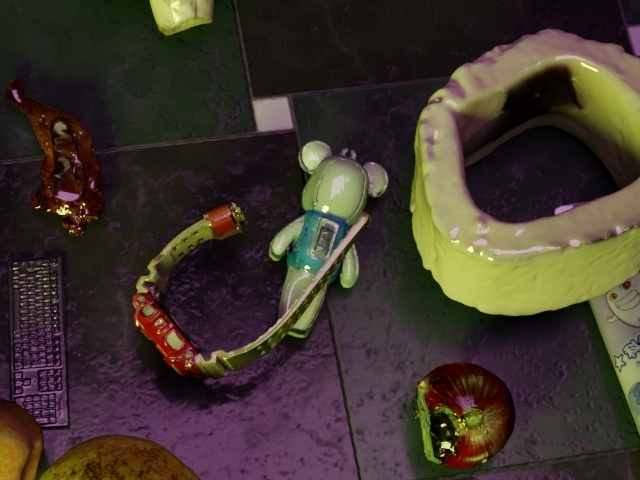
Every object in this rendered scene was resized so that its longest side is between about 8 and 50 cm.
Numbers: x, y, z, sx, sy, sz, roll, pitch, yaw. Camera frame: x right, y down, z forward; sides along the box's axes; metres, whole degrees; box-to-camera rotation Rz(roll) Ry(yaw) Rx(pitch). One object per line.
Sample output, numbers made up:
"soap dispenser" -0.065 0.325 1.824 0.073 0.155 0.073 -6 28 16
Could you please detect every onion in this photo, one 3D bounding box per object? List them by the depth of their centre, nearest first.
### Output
"onion" 0.160 0.192 1.611 0.119 0.118 0.117 -13 103 -12

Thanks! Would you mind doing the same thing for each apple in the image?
"apple" -0.350 0.228 1.522 0.102 0.126 0.126 23 67 11

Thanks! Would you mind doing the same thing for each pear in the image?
"pear" -0.206 0.291 1.483 0.197 0.197 0.197 2 67 -6

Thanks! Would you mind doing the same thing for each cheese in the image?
"cheese" 0.251 -0.077 1.689 0.332 0.153 0.292 -25 63 -18

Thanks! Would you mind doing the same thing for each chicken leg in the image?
"chicken leg" -0.307 -0.101 1.707 0.089 0.048 0.219 -13 70 -15

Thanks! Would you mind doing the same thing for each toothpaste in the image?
"toothpaste" 0.376 0.111 1.693 0.125 0.080 0.371 -9 61 -6

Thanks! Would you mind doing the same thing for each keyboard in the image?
"keyboard" -0.317 0.113 1.637 0.067 0.011 0.202 -3 68 -7

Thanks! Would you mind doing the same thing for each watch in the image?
"watch" -0.085 0.034 1.621 0.165 0.102 0.268 38 80 19

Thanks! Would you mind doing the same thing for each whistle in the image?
"whistle" 0.000 0.000 1.689 0.114 0.077 0.235 21 73 -12

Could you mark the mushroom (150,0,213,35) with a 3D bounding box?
"mushroom" -0.174 -0.367 1.766 0.260 0.234 0.254 13 25 39
